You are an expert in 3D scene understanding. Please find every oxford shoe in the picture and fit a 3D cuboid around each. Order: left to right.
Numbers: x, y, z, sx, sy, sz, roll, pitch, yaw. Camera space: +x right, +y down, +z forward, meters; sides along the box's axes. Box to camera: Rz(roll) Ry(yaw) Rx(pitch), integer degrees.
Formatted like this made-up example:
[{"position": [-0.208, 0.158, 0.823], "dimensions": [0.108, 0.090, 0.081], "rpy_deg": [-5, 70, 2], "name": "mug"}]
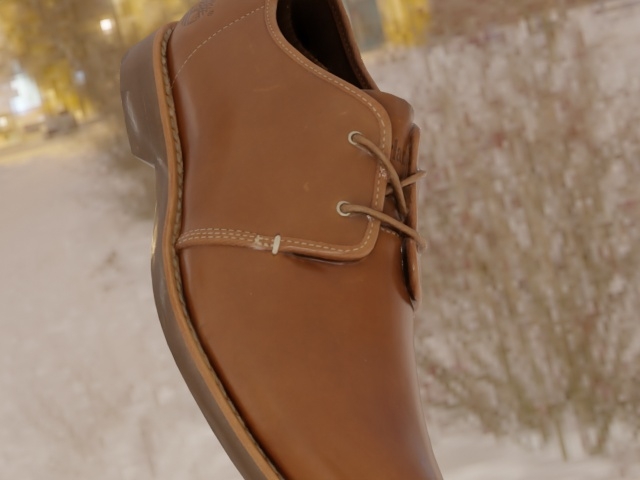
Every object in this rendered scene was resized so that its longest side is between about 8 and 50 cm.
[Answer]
[{"position": [0.000, 0.000, 0.478], "dimensions": [0.076, 0.212, 0.076], "rpy_deg": [-36, -38, 24], "name": "oxford shoe"}]
